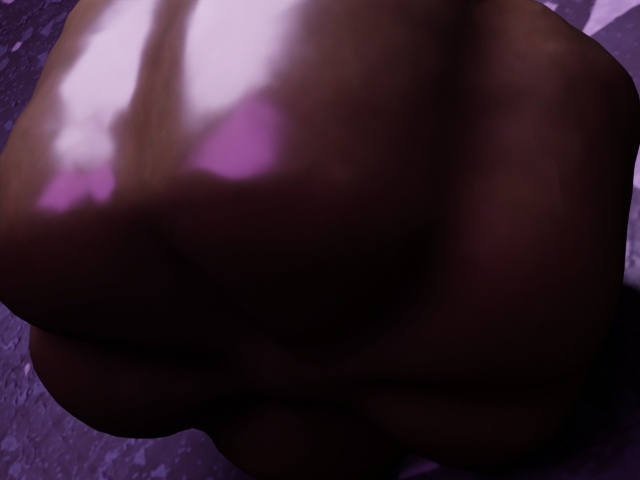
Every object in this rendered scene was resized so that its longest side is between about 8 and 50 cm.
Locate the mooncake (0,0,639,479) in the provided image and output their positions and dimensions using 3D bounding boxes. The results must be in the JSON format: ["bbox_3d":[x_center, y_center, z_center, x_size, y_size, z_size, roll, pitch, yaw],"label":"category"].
[{"bbox_3d":[0.000,0.000,0.883,0.467,0.467,0.262,-11,52,30],"label":"mooncake"}]
